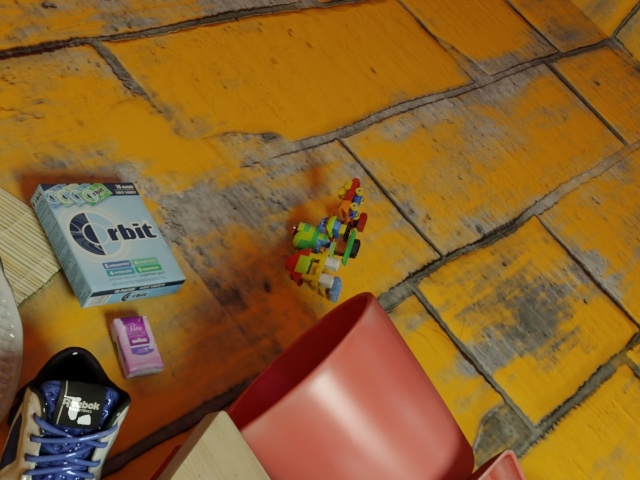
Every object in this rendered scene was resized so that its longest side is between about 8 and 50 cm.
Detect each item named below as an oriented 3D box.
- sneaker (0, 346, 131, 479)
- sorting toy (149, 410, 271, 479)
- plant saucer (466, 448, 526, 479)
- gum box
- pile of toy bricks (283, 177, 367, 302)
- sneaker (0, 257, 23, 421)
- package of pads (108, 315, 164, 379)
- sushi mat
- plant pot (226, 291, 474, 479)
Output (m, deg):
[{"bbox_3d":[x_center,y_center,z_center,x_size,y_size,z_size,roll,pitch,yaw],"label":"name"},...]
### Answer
[{"bbox_3d":[-0.283,0.240,0.844,0.127,0.182,0.316,12,48,-22],"label":"sneaker"},{"bbox_3d":[-0.129,0.363,0.844,0.257,0.089,0.255,61,35,-17],"label":"sorting toy"},{"bbox_3d":[0.167,0.409,0.916,0.259,0.047,0.259,-37,112,-28],"label":"plant saucer"},{"bbox_3d":[-0.297,0.000,1.129,0.157,0.041,0.184,-7,58,-49],"label":"gum box"},{"bbox_3d":[0.000,0.000,1.311,0.105,0.118,0.212,12,59,15],"label":"pile of toy bricks"},{"bbox_3d":[-0.430,0.071,0.954,0.126,0.127,0.321,-6,81,-29],"label":"sneaker"},{"bbox_3d":[-0.244,0.141,1.065,0.050,0.032,0.083,-3,55,-37],"label":"package of pads"},{"bbox_3d":[-0.487,-0.037,1.076,0.316,0.019,0.151,35,42,-1],"label":"sushi mat"},{"bbox_3d":[0.043,0.242,1.010,0.243,0.275,0.275,49,43,-4],"label":"plant pot"}]
